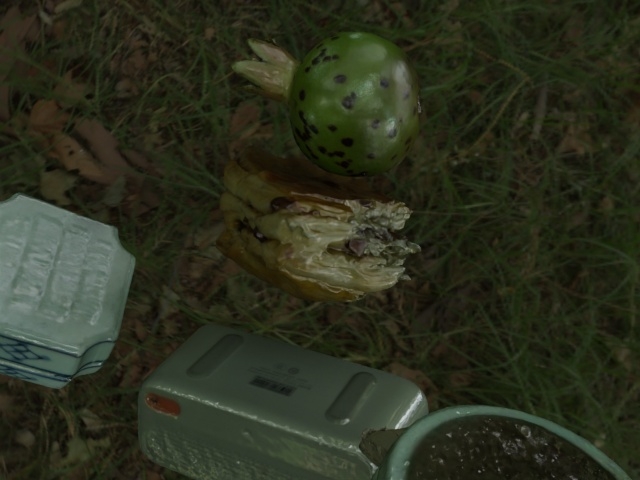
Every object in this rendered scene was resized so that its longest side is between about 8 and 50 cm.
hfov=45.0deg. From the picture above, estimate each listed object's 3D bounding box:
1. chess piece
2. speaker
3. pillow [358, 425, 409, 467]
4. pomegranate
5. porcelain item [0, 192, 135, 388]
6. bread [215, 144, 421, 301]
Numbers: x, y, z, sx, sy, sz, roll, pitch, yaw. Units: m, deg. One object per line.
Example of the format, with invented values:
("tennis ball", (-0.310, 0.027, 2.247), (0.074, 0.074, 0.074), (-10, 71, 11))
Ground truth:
("chess piece", (0.101, 0.285, 0.560), (0.195, 0.194, 0.299), (-5, 127, -26))
("speaker", (-0.062, 0.272, 1.140), (0.184, 0.406, 0.183), (-38, 136, -58))
("pillow", (0.144, 0.240, 0.858), (0.208, 0.119, 0.053), (9, 93, -21))
("pomegranate", (0.023, -0.214, 1.209), (0.231, 0.286, 0.231), (-29, 127, -48))
("porcelain item", (-0.470, 0.086, 1.286), (0.281, 0.157, 0.286), (21, 46, -22))
("bread", (0.000, 0.000, 1.211), (0.314, 0.370, 0.191), (13, 104, -29))
